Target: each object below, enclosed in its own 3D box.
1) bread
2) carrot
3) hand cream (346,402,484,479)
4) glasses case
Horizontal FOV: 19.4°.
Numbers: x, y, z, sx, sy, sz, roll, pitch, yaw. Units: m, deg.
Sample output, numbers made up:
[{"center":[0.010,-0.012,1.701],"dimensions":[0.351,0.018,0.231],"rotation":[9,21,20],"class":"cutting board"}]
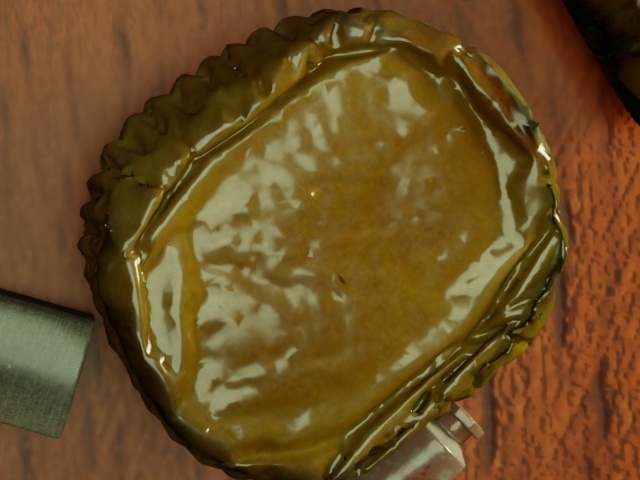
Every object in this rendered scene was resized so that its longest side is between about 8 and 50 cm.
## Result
[{"center":[0.000,0.000,0.995],"dimensions":[0.253,0.142,0.227],"rotation":[-34,96,-10],"class":"bread"},{"center":[0.174,-0.146,1.048],"dimensions":[0.082,0.082,0.173],"rotation":[-32,100,-7],"class":"carrot"},{"center":[0.005,0.167,1.053],"dimensions":[0.209,0.043,0.067],"rotation":[-44,100,0],"class":"hand cream"},{"center":[-0.228,0.045,1.002],"dimensions":[0.205,0.047,0.071],"rotation":[17,90,-11],"class":"glasses case"}]
